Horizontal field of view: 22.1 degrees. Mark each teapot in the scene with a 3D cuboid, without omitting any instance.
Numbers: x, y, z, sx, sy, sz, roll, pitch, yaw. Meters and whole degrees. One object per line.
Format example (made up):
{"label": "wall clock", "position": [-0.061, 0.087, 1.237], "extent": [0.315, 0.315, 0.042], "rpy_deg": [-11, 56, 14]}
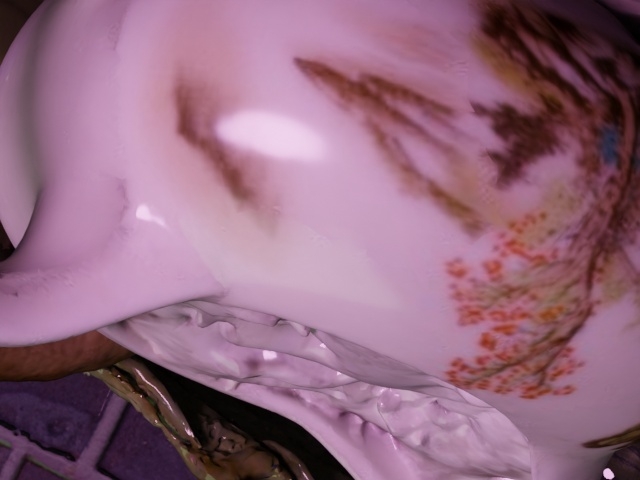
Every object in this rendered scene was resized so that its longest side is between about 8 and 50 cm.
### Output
{"label": "teapot", "position": [0.000, 0.000, 0.428], "extent": [0.298, 0.139, 0.204], "rpy_deg": [30, 162, -36]}

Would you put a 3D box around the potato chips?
{"label": "potato chips", "position": [-0.065, 0.060, 0.999], "extent": [0.429, 0.070, 0.358], "rpy_deg": [33, -172, 35]}

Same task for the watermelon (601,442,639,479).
{"label": "watermelon", "position": [0.151, 0.125, 0.898], "extent": [0.078, 0.078, 0.110], "rpy_deg": [32, 164, -29]}

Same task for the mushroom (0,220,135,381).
{"label": "mushroom", "position": [-0.139, -0.009, 0.738], "extent": [0.156, 0.151, 0.285], "rpy_deg": [21, 168, 34]}

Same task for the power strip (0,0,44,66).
{"label": "power strip", "position": [-0.108, -0.065, 0.503], "extent": [0.092, 0.066, 0.387], "rpy_deg": [11, 172, 32]}
